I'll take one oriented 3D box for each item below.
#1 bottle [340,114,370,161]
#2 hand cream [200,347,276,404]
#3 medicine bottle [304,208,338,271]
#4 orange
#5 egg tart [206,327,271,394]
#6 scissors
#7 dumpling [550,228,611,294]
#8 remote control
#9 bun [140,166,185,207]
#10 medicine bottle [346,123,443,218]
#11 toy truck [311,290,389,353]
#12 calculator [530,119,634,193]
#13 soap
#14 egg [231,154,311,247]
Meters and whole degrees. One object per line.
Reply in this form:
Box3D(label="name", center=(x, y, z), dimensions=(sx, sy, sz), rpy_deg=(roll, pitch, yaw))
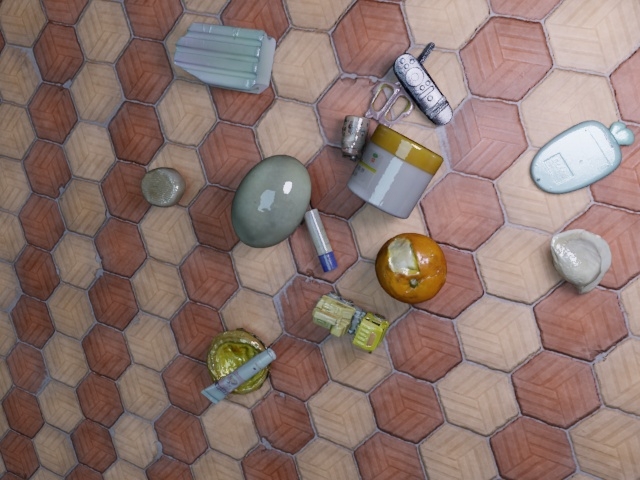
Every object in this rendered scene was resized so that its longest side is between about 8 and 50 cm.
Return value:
Box3D(label="bottle", center=(0.113, -0.348, 1.573), dimensions=(0.099, 0.099, 0.152), rpy_deg=(13, 100, 16))
Box3D(label="hand cream", center=(-0.312, 0.521, 1.761), dimensions=(0.331, 0.058, 0.085), rpy_deg=(-36, 115, 14))
Box3D(label="medicine bottle", center=(0.000, 0.000, 1.675), dimensions=(0.059, 0.059, 0.230), rpy_deg=(-19, 91, 19))
Box3D(label="orange", center=(0.297, 0.092, 1.507), dimensions=(0.240, 0.240, 0.239), rpy_deg=(2, 98, 18))
Box3D(label="egg tart", center=(-0.323, 0.480, 1.830), dimensions=(0.279, 0.095, 0.278), rpy_deg=(1, 96, 13))
Box3D(label="scissors", center=(0.281, -0.522, 1.535), dimensions=(0.160, 0.024, 0.317), rpy_deg=(40, 104, 11))
Box3D(label="dumpling", center=(0.798, 0.053, 1.398), dimensions=(0.166, 0.126, 0.215), rpy_deg=(-41, 81, 2))
Box3D(label="remote control", center=(0.334, -0.490, 1.490), dimensions=(0.090, 0.066, 0.265), rpy_deg=(-36, 101, 17))
Box3D(label="bun", center=(-0.617, -0.213, 1.818), dimensions=(0.173, 0.113, 0.166), rpy_deg=(40, 100, 11))
Box3D(label="medicine bottle", center=(0.236, -0.222, 1.476), dimensions=(0.238, 0.238, 0.231), rpy_deg=(33, 107, 11))
Box3D(label="toy truck", center=(0.097, 0.293, 1.632), dimensions=(0.273, 0.157, 0.124), rpy_deg=(25, 104, 14))
Box3D(label="calculator", center=(0.794, -0.258, 1.393), dimensions=(0.295, 0.042, 0.183), rpy_deg=(-32, 87, 20))
Box3D(label="soap", center=(-0.355, -0.666, 1.669), dimensions=(0.347, 0.115, 0.208), rpy_deg=(14, 101, 16))
Box3D(label="egg", center=(-0.173, -0.135, 1.607), dimensions=(0.259, 0.258, 0.352), rpy_deg=(35, 109, 11))
